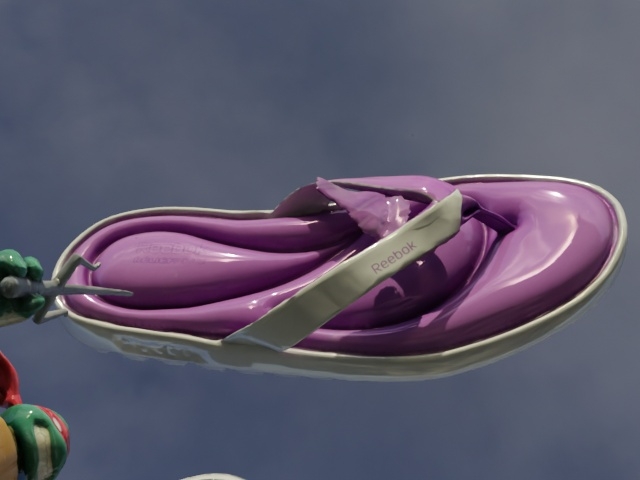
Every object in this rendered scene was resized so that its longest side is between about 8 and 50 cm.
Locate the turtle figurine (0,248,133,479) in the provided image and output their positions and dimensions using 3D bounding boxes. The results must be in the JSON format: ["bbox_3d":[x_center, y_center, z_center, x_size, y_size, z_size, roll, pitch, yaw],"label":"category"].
[{"bbox_3d":[-0.156,0.105,0.468,0.118,0.234,0.175,-20,-90,32],"label":"turtle figurine"}]

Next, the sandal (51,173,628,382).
[{"bbox_3d":[0.000,0.012,0.771,0.417,0.169,0.102,-7,-41,10],"label":"sandal"}]

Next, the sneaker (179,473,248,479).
[{"bbox_3d":[-0.107,0.199,0.726,0.226,0.163,0.086,-41,-87,18],"label":"sneaker"}]
